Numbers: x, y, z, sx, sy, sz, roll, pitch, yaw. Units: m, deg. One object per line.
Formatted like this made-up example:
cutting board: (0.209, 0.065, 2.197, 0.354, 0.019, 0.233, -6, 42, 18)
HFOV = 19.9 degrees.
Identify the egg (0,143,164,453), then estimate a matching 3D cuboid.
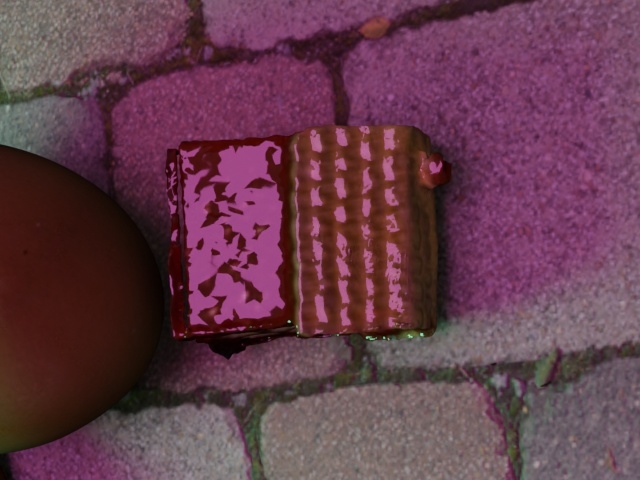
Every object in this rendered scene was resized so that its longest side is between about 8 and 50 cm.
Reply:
egg: (-0.328, 0.057, 1.742, 0.374, 0.301, 0.301, 13, 91, 20)

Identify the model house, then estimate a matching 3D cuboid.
model house: (0.000, 0.000, 1.654, 0.254, 0.160, 0.196, -6, 81, 26)

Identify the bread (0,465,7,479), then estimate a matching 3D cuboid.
bread: (-0.397, 0.262, 1.824, 0.110, 0.184, 0.234, -45, 67, 24)
